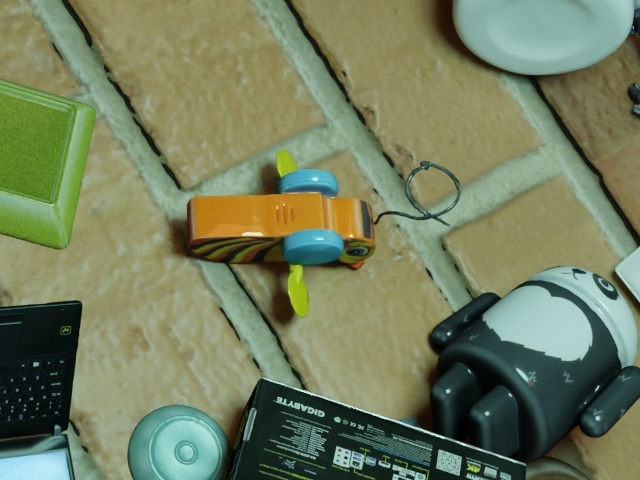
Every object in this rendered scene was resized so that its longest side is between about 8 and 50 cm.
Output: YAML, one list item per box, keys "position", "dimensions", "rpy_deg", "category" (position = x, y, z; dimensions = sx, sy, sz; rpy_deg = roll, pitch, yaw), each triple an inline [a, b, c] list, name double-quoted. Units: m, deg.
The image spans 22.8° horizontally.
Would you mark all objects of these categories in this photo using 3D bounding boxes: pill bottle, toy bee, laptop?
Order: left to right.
- position: [-0.345, 0.211, 1.582]
  dimensions: [0.234, 0.264, 0.136]
  rpy_deg: [-4, 34, -26]
  category: "laptop"
- position: [0.000, 0.000, 1.836]
  dimensions: [0.298, 0.162, 0.195]
  rpy_deg: [14, 69, 10]
  category: "toy bee"
- position: [0.296, -0.440, 2.082]
  dimensions: [0.229, 0.229, 0.407]
  rpy_deg: [16, 58, -17]
  category: "pill bottle"

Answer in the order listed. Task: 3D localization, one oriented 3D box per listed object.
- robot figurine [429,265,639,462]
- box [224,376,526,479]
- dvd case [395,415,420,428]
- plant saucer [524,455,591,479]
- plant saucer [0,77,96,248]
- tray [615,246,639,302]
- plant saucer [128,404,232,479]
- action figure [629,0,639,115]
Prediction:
- position: [0.248, 0.144, 1.848]
  dimensions: [0.278, 0.173, 0.209]
  rpy_deg: [-35, 85, -31]
  category: "robot figurine"
- position: [0.051, 0.304, 1.676]
  dimensions: [0.322, 0.079, 0.257]
  rpy_deg: [18, 45, -5]
  category: "box"
- position: [0.035, 0.295, 1.782]
  dimensions: [0.221, 0.018, 0.164]
  rpy_deg: [-8, 72, -26]
  category: "dvd case"
- position: [0.272, 0.344, 1.855]
  dimensions: [0.199, 0.036, 0.198]
  rpy_deg: [9, 66, -20]
  category: "plant saucer"
- position: [-0.350, -0.103, 1.769]
  dimensions: [0.188, 0.045, 0.188]
  rpy_deg: [16, 63, -17]
  category: "plant saucer"
- position: [0.501, 0.110, 2.058]
  dimensions: [0.145, 0.030, 0.270]
  rpy_deg: [-36, 86, -30]
  category: "tray"
- position: [-0.149, 0.233, 1.726]
  dimensions: [0.119, 0.021, 0.119]
  rpy_deg: [9, 65, -19]
  category: "plant saucer"
- position: [0.483, -0.255, 2.173]
  dimensions: [0.185, 0.099, 0.285]
  rpy_deg: [-30, 86, -38]
  category: "action figure"
